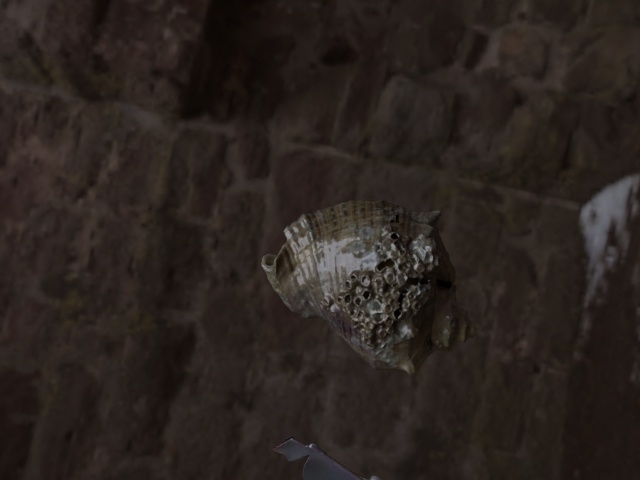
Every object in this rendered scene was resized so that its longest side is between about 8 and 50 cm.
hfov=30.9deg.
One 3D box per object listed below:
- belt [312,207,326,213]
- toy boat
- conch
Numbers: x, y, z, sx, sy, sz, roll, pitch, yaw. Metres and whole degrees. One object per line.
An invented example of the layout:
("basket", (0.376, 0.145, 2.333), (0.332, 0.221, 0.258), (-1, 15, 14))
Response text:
("belt", (0.000, 0.000, 1.388), (0.083, 0.059, 0.036), (-51, 5, 31))
("toy boat", (0.060, 0.377, 1.613), (0.219, 0.318, 0.072), (125, 163, -50))
("conch", (0.059, 0.041, 1.246), (0.163, 0.245, 0.178), (106, -177, -55))
